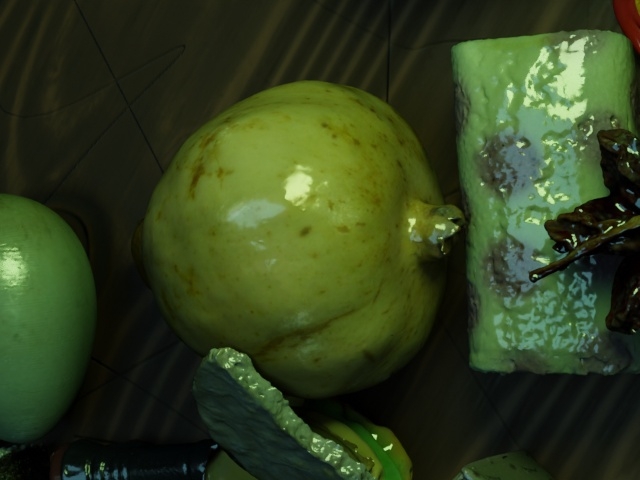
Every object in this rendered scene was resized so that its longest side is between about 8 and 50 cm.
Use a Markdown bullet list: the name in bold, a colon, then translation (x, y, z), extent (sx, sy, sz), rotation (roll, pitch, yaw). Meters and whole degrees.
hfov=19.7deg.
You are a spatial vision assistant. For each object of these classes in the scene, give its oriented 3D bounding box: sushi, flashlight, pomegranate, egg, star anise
- **sushi**: translation (-0.375, 0.287, 2.184), extent (0.090, 0.150, 0.078), rotation (-33, 78, 30)
- **flashlight**: translation (-0.199, 0.265, 2.127), extent (0.232, 0.093, 0.093), rotation (-10, 87, 25)
- **pomegranate**: translation (0.000, 0.000, 1.866), extent (0.342, 0.342, 0.342), rotation (1, 92, 29)
- **egg**: translation (-0.366, 0.091, 2.139), extent (0.218, 0.218, 0.295), rotation (-2, 103, 29)
- **star anise**: translation (0.326, -0.014, 1.702), extent (0.190, 0.126, 0.220), rotation (28, 86, -16)

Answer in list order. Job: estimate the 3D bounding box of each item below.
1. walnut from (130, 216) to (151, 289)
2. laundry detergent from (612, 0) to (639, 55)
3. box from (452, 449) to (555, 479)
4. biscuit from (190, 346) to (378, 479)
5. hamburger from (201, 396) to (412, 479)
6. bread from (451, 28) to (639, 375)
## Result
- **walnut**: translation (-0.126, 0.039, 2.069), extent (0.207, 0.116, 0.115), rotation (32, 106, 17)
- **laundry detergent**: translation (0.363, -0.196, 1.817), extent (0.097, 0.049, 0.165), rotation (-42, 73, 31)
- **box**: translation (0.205, 0.397, 1.844), extent (0.297, 0.190, 0.225), rotation (47, 110, 19)
- **biscuit**: translation (-0.048, 0.201, 1.846), extent (0.250, 0.032, 0.133), rotation (44, 143, -18)
- **hamburger**: translation (-0.006, 0.269, 1.981), extent (0.237, 0.149, 0.237), rotation (4, 100, 23)
- **bread**: translation (0.232, -0.034, 1.834), extent (0.187, 0.155, 0.338), rotation (-3, 89, 24)
